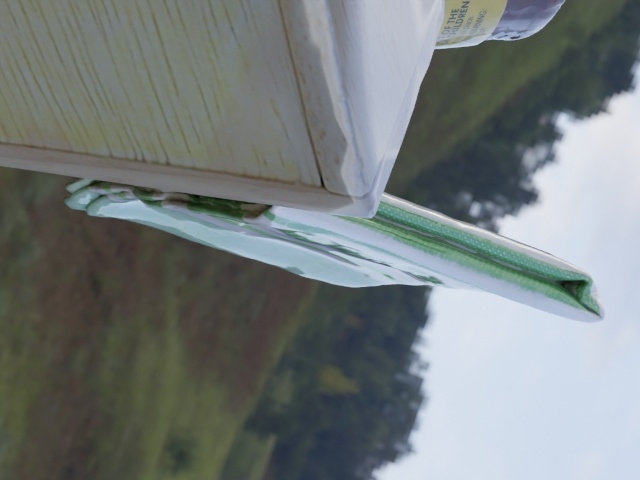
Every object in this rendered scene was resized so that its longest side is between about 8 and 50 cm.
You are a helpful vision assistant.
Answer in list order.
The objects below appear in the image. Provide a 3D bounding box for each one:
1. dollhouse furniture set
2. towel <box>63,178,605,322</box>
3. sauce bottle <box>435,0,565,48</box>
[{"bbox_3d":[-0.024,-0.245,0.456,0.256,0.362,0.394,77,27,-51],"label":"dollhouse furniture set"},{"bbox_3d":[0.000,0.000,1.181,0.325,0.248,0.038,2,-104,63],"label":"towel"},{"bbox_3d":[-0.059,-0.131,0.831,0.111,0.344,0.111,175,-90,-68],"label":"sauce bottle"}]
